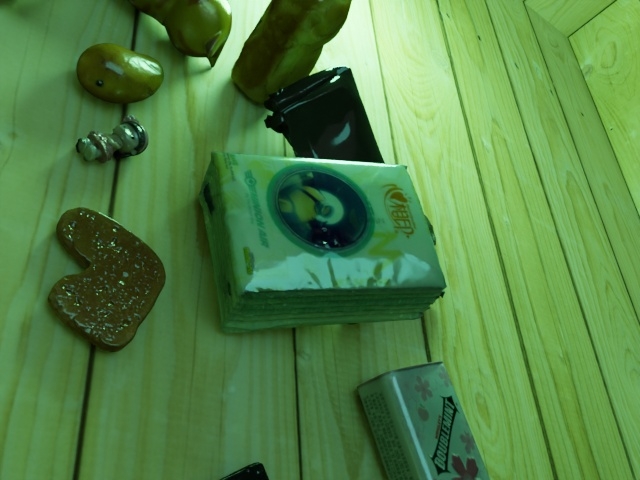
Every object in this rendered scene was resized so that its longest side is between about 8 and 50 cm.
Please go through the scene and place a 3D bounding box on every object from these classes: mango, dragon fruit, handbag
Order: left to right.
[{"bbox_3d":[-0.349,-0.292,1.187,0.165,0.089,0.115,4,50,-47],"label":"mango"},{"bbox_3d":[0.011,-0.210,1.435,0.257,0.113,0.285,-33,108,-42],"label":"handbag"},{"bbox_3d":[0.239,-0.017,1.589,0.083,0.056,0.060,67,18,6],"label":"dragon fruit"}]

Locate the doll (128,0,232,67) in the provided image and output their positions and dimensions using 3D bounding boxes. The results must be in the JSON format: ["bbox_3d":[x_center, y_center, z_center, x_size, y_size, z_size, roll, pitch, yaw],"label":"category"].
[{"bbox_3d":[-0.285,-0.487,1.337,0.269,0.162,0.167,40,10,-7],"label":"doll"}]

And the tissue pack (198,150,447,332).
[{"bbox_3d":[0.000,0.000,1.191,0.387,0.162,0.287,0,60,-25],"label":"tissue pack"}]

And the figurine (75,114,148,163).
[{"bbox_3d":[-0.348,-0.166,1.124,0.072,0.054,0.129,46,45,14],"label":"figurine"}]

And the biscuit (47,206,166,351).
[{"bbox_3d":[-0.329,0.053,0.988,0.186,0.036,0.192,37,42,-15],"label":"biscuit"}]

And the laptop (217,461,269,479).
[{"bbox_3d":[-0.102,0.433,0.939,0.153,0.026,0.207,-9,69,-48],"label":"laptop"}]

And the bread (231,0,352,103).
[{"bbox_3d":[-0.059,-0.427,1.408,0.132,0.294,0.167,49,39,3],"label":"bread"}]

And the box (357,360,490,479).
[{"bbox_3d":[0.209,0.411,1.198,0.190,0.112,0.370,-1,63,-44],"label":"box"}]
